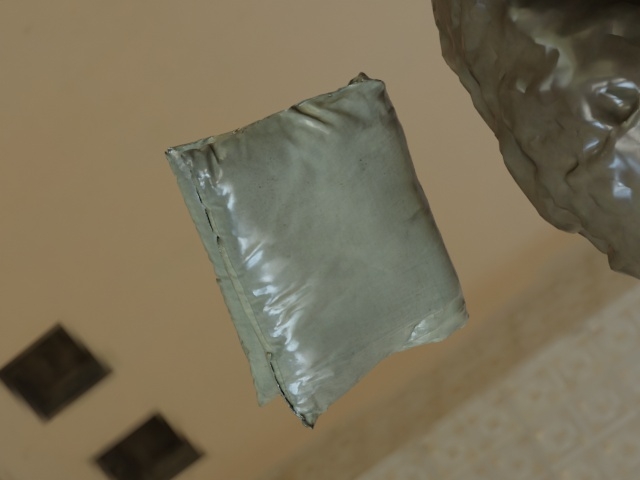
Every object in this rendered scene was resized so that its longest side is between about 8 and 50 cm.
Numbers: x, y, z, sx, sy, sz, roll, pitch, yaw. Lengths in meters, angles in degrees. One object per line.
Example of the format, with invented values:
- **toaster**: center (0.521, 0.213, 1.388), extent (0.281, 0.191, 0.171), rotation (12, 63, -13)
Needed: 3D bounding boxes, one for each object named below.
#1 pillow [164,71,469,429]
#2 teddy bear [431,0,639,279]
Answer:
- **pillow**: center (0.000, 0.000, 1.076), extent (0.181, 0.134, 0.078), rotation (68, 171, -24)
- **teddy bear**: center (0.096, -0.110, 0.353), extent (0.140, 0.190, 0.177), rotation (51, 161, 35)
